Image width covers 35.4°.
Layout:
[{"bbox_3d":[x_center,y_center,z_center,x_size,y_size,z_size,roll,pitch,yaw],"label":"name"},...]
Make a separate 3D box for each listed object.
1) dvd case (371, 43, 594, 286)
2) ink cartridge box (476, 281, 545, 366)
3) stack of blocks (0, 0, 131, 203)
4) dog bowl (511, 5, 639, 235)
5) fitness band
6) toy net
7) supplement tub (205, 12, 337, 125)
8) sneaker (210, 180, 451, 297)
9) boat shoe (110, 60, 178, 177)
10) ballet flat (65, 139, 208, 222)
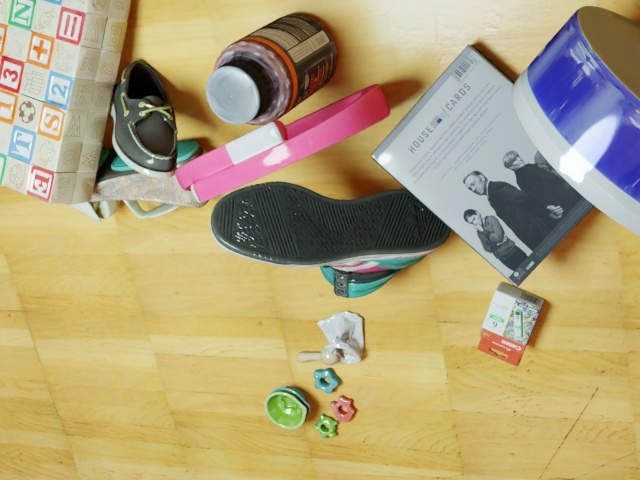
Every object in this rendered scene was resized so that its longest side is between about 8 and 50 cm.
[{"bbox_3d":[0.207,-0.088,1.197,0.238,0.029,0.179,42,101,2],"label":"dvd case"},{"bbox_3d":[0.247,0.117,1.323,0.062,0.029,0.115,23,122,14],"label":"ink cartridge box"},{"bbox_3d":[-0.374,-0.215,1.356,0.171,0.087,0.297,19,102,25],"label":"stack of blocks"},{"bbox_3d":[0.331,-0.116,1.020,0.265,0.265,0.104,39,122,3],"label":"dog bowl"},{"bbox_3d":[-0.048,-0.117,1.236,0.290,0.209,0.054,-19,96,37],"label":"fitness band"},{"bbox_3d":[0.010,0.205,1.473,0.122,0.045,0.232,35,124,7],"label":"toy net"},{"bbox_3d":[-0.061,-0.203,1.209,0.106,0.198,0.106,12,120,21],"label":"supplement tub"},{"bbox_3d":[0.000,0.000,1.276,0.295,0.124,0.178,2,160,-13],"label":"sneaker"},{"bbox_3d":[-0.231,-0.163,1.321,0.081,0.228,0.069,8,121,-28],"label":"boat shoe"},{"bbox_3d":[-0.297,-0.078,1.450,0.316,0.107,0.106,2,126,26],"label":"ballet flat"}]
